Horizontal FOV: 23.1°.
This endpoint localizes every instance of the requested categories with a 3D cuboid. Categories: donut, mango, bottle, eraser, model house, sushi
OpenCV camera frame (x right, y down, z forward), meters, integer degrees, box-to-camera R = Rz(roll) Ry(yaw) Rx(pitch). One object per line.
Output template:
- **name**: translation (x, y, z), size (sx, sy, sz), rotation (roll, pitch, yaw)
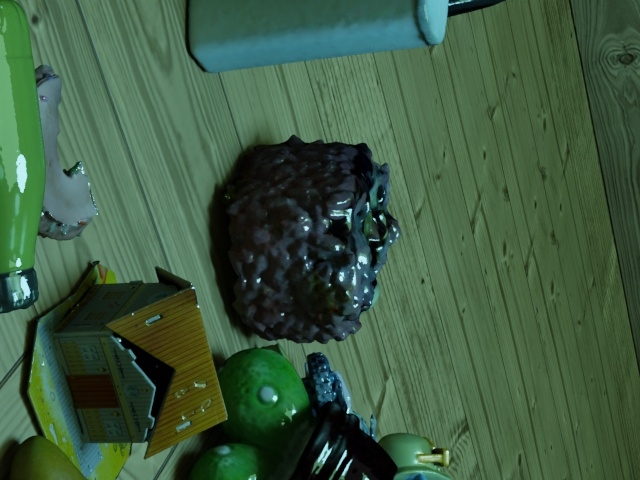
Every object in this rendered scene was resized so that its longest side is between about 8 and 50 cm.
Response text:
- **donut**: translation (-0.266, -0.067, 1.427), size (0.117, 0.065, 0.166), rotation (-52, 132, -60)
- **mango**: translation (-0.230, 0.266, 1.440), size (0.184, 0.085, 0.102), rotation (69, 27, -24)
- **bottle**: translation (-0.287, -0.069, 1.314), size (0.112, 0.112, 0.260), rotation (-19, 104, -67)
- **eraser**: translation (-0.001, -0.298, 1.803), size (0.104, 0.290, 0.189), rotation (43, 47, -60)
- **model house**: translation (-0.169, 0.144, 1.534), size (0.207, 0.136, 0.219), rotation (-55, 136, -59)
- **sushi**: translation (0.000, 0.000, 1.917), size (0.270, 0.171, 0.236), rotation (-65, 144, -57)

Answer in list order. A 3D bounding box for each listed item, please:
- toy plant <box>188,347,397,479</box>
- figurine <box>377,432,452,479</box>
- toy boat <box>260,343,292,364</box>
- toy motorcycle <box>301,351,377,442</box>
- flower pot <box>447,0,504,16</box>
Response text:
- **toy plant**: translation (-0.038, 0.247, 1.768), size (0.218, 0.235, 0.175), rotation (-62, -178, -37)
- **figurine**: translation (0.112, 0.396, 2.191), size (0.180, 0.154, 0.262), rotation (-56, 155, -68)
- **toy boat**: translation (-0.057, 0.211, 1.893), size (0.066, 0.065, 0.172), rotation (25, 60, -42)
- **toy motorcycle**: translation (0.015, 0.267, 1.995), size (0.204, 0.108, 0.239), rotation (93, 0, -82)
- **flower pot**: translation (0.079, -0.444, 2.058), size (0.293, 0.294, 0.330), rotation (-22, 99, -66)
